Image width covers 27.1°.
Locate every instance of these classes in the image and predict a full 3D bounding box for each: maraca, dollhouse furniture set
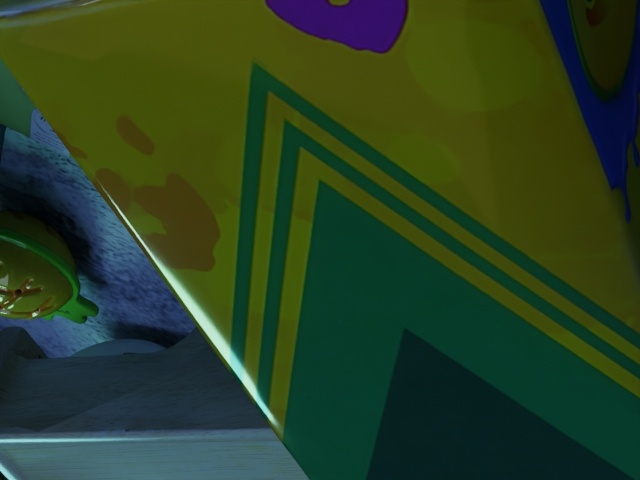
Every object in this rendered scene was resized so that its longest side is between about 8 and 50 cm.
[{"bbox_3d":[-0.296,0.035,1.330,0.127,0.099,0.186,8,152,24],"label":"maraca"},{"bbox_3d":[0.000,0.000,0.816,0.256,0.394,0.362,-5,136,27],"label":"dollhouse furniture set"}]

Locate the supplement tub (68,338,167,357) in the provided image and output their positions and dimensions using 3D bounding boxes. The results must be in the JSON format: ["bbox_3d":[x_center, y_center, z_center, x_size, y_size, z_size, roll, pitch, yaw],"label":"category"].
[{"bbox_3d":[-0.183,0.277,1.463,0.228,0.228,0.316,8,142,25],"label":"supplement tub"}]

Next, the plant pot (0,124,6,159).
[{"bbox_3d":[-0.412,-0.015,1.081,0.341,0.334,0.341,4,147,3],"label":"plant pot"}]

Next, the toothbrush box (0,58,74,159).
[{"bbox_3d":[-0.217,-0.214,0.922,0.206,0.122,0.283,25,147,1],"label":"toothbrush box"}]

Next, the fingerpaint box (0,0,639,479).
[{"bbox_3d":[0.095,-0.105,0.565,0.163,0.445,0.371,-6,136,27],"label":"fingerpaint box"}]

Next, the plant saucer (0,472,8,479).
[{"bbox_3d":[-0.484,0.214,1.578,0.310,0.310,0.050,13,105,19],"label":"plant saucer"}]
